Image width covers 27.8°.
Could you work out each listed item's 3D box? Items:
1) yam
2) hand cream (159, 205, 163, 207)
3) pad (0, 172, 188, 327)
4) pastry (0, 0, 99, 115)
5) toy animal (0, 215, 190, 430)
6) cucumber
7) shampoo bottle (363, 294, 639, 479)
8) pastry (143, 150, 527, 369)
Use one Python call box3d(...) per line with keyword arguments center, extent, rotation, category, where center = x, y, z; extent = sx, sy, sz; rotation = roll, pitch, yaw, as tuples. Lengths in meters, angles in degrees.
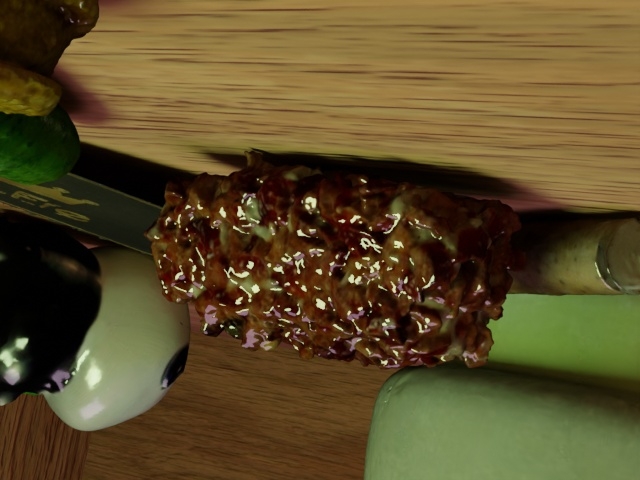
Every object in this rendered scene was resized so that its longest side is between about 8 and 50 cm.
box3d(center=(0.106, 0.011, 0.777), extent=(0.046, 0.046, 0.264), rotation=(15, 172, -25), category="yam")
box3d(center=(-0.061, 0.019, 1.106), extent=(0.111, 0.070, 0.312), rotation=(7, 164, 42), category="hand cream")
box3d(center=(-0.231, -0.013, 0.916), extent=(0.376, 0.063, 0.315), rotation=(21, 170, -21), category="pad")
box3d(center=(-0.130, -0.074, 0.442), extent=(0.109, 0.057, 0.097), rotation=(11, 174, 13), category="pastry")
box3d(center=(-0.275, 0.091, 1.368), extent=(0.267, 0.212, 0.213), rotation=(23, 168, -30), category="toy animal")
box3d(center=(-0.160, -0.061, 0.597), extent=(0.056, 0.056, 0.250), rotation=(10, 175, 11), category="cucumber")
box3d(center=(0.187, 0.179, 0.875), extent=(0.323, 0.317, 0.322), rotation=(11, 170, 2), category="shampoo bottle")
box3d(center=(0.005, 0.011, 0.712), extent=(0.209, 0.115, 0.097), rotation=(4, -178, 34), category="pastry")
